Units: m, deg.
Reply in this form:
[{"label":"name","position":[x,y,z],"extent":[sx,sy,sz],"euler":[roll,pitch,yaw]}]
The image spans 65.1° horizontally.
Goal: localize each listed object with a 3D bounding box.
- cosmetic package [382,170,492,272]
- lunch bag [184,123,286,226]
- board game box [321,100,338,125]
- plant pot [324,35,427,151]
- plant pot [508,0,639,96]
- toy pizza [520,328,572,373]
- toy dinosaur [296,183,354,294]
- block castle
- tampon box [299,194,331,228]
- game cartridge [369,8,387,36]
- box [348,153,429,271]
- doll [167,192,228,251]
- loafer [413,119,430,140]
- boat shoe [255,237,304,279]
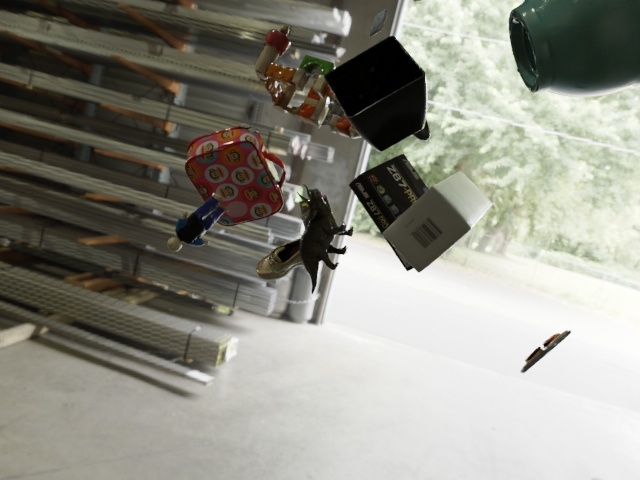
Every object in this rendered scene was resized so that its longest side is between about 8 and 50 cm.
[{"label":"cosmetic package","position":[0.347,-0.064,1.436],"extent":[0.155,0.197,0.365],"euler":[48,28,7]},{"label":"lunch bag","position":[-0.229,-0.187,1.468],"extent":[0.258,0.293,0.120],"euler":[-15,45,6]},{"label":"board game box","position":[0.167,-0.603,2.192],"extent":[0.346,0.208,0.056],"euler":[-12,49,-33]},{"label":"plant pot","position":[0.146,-0.326,1.175],"extent":[0.167,0.188,0.188],"euler":[52,12,-49]},{"label":"plant pot","position":[0.495,-0.408,0.991],"extent":[0.196,0.293,0.293],"euler":[-19,-1,12]},{"label":"toy pizza","position":[0.676,0.330,1.521],"extent":[0.032,0.201,0.201],"euler":[50,24,26]},{"label":"toy dinosaur","position":[0.000,0.000,1.518],"extent":[0.160,0.314,0.121],"euler":[15,11,23]},{"label":"block castle","position":[0.029,-0.538,1.712],"extent":[0.453,0.213,0.303],"euler":[22,-10,19]},{"label":"tampon box","position":[-0.016,-0.099,2.163],"extent":[0.120,0.102,0.161],"euler":[-15,-34,-6]},{"label":"game cartridge","position":[0.191,-0.712,1.642],"extent":[0.017,0.083,0.056],"euler":[26,-16,-25]},{"label":"box","position":[0.324,-0.117,1.923],"extent":[0.318,0.395,0.097],"euler":[-29,-6,-47]},{"label":"doll","position":[-0.327,-0.037,1.332],"extent":[0.046,0.189,0.129],"euler":[23,-33,37]},{"label":"loafer","position":[0.380,-0.497,2.003],"extent":[0.076,0.223,0.078],"euler":[-11,-26,-19]},{"label":"boat shoe","position":[-0.132,0.058,1.764],"extent":[0.302,0.109,0.098],"euler":[-21,-33,37]}]
